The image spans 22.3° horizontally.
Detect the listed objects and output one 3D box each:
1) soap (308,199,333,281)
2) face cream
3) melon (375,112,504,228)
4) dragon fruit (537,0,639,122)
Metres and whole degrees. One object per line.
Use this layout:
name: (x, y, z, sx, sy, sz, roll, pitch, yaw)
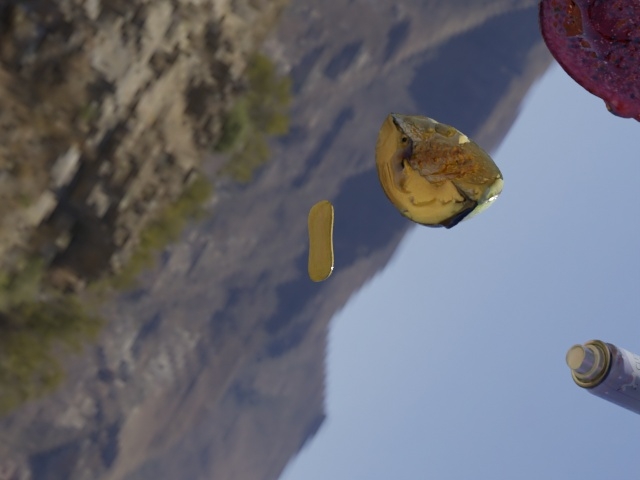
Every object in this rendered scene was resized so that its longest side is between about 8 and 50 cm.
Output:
soap: (0.000, 0.000, 1.651, 0.034, 0.012, 0.089, -22, -123, 37)
face cream: (0.418, 0.191, 2.187, 0.075, 0.229, 0.075, -30, -132, 41)
melon: (0.138, -0.068, 1.823, 0.128, 0.160, 0.079, -9, 136, -41)
dragon fruit: (0.486, -0.350, 2.195, 0.386, 0.371, 0.249, 111, 1, -54)
